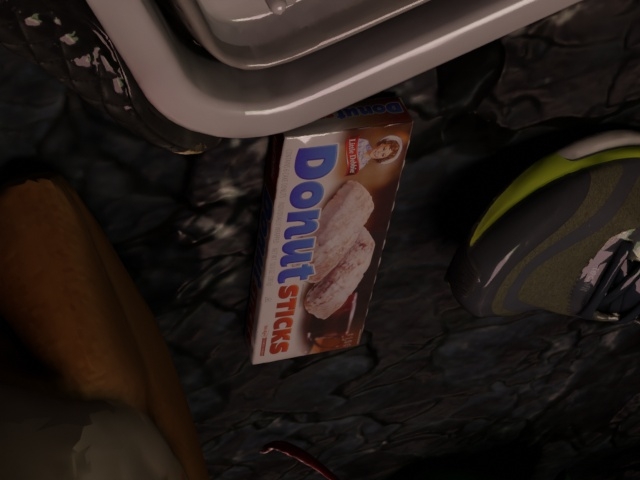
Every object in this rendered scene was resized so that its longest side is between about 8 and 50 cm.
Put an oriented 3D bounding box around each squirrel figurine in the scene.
[{"bbox_3d":[-0.223,0.207,0.583,0.371,0.281,0.397,-19,141,5],"label":"squirrel figurine"}]

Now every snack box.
[{"bbox_3d":[0.000,0.000,0.634,0.064,0.022,0.178,-8,141,-16],"label":"snack box"}]

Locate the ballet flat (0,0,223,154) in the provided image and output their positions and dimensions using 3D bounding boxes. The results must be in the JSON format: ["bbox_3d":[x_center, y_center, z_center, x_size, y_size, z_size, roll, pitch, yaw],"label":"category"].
[{"bbox_3d":[-0.093,-0.084,0.474,0.049,0.057,0.173,3,159,38],"label":"ballet flat"}]

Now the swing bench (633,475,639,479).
[{"bbox_3d":[0.274,0.279,0.960,0.253,0.165,0.254,-22,150,-31],"label":"swing bench"}]

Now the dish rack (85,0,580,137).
[{"bbox_3d":[0.024,-0.192,0.368,0.286,0.072,0.333,-25,143,2],"label":"dish rack"}]

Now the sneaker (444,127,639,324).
[{"bbox_3d":[0.208,0.016,0.677,0.300,0.121,0.111,-3,139,-24],"label":"sneaker"}]

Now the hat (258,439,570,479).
[{"bbox_3d":[0.060,0.190,0.893,0.173,0.184,0.208,-51,166,-39],"label":"hat"}]
